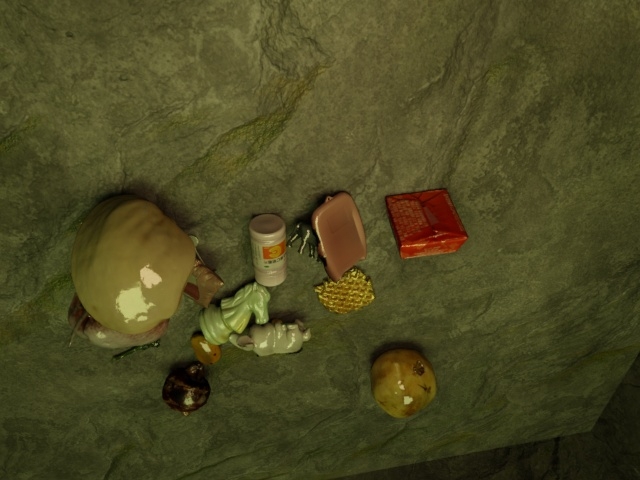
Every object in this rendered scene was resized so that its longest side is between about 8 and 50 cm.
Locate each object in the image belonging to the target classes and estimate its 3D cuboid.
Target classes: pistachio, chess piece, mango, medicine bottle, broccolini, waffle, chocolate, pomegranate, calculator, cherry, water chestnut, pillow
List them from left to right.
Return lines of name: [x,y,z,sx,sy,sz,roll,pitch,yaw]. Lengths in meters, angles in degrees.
cherry: [-0.726,0.259,1.546,0.326,0.292,0.335,-10,154,-3]
broccolini: [-0.822,0.487,1.875,0.254,0.057,0.071,-28,86,10]
pistachio: [-0.581,0.068,1.352,0.365,0.446,0.281,-6,173,-23]
water chestnut: [-0.615,0.682,1.981,0.223,0.223,0.238,28,84,-28]
pillow: [-0.479,0.142,1.577,0.236,0.084,0.223,37,133,-1]
mango: [-0.507,0.484,1.902,0.115,0.090,0.178,-5,123,5]
chess piece: [-0.327,0.289,1.721,0.298,0.176,0.176,-28,128,8]
medicine bottle: [-0.188,0.037,1.548,0.133,0.133,0.250,-2,130,-7]
calculator: [0.072,-0.015,1.524,0.220,0.048,0.330,-37,125,-25]
waffle: [0.108,0.223,1.805,0.245,0.052,0.254,-24,130,12]
pomegranate: [0.402,0.697,2.101,0.332,0.333,0.333,-5,130,-5]
chocolate: [0.362,-0.055,1.496,0.234,0.237,0.108,-9,141,-3]

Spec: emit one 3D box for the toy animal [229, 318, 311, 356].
toy animal: [-0.215,0.421,1.829,0.325,0.208,0.154,-9,89,-27]

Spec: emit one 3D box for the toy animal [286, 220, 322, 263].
toy animal: [-0.001,0.010,1.555,0.269,0.082,0.137,17,93,-35]

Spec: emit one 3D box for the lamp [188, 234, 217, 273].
lamp: [-0.449,0.057,1.595,0.050,0.056,0.198,-16,119,6]
